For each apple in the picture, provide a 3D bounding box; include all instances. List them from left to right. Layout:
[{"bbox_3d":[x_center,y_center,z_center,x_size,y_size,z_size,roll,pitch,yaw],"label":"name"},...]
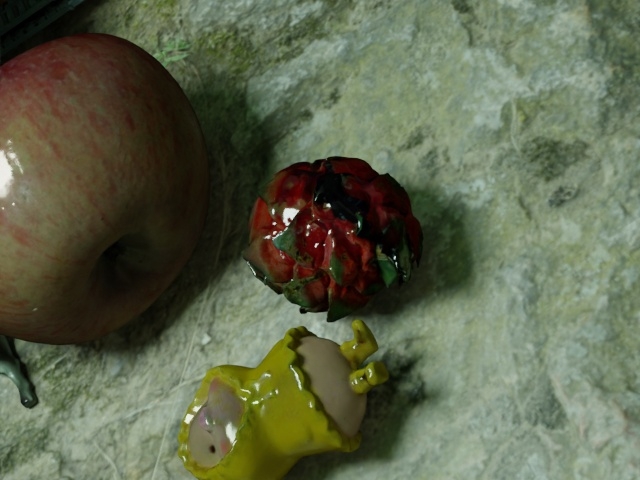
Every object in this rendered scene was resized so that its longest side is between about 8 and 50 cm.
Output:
[{"bbox_3d":[-0.270,-0.044,1.610,0.345,0.345,0.269,-43,79,1],"label":"apple"}]

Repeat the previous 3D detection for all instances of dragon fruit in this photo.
[{"bbox_3d":[0.007,-0.004,1.535,0.188,0.182,0.182,-23,58,15],"label":"dragon fruit"}]

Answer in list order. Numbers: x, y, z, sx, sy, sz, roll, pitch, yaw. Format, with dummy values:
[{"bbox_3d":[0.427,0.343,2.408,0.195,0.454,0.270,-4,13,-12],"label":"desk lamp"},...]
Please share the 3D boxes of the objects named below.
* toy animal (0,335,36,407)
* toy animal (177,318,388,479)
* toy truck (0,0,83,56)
[{"bbox_3d":[-0.450,0.177,1.718,0.255,0.090,0.170,-23,55,11],"label":"toy animal"},{"bbox_3d":[-0.034,0.170,1.496,0.230,0.156,0.156,-33,55,21],"label":"toy animal"},{"bbox_3d":[-0.410,-0.336,1.928,0.338,0.133,0.184,-25,68,16],"label":"toy truck"}]
